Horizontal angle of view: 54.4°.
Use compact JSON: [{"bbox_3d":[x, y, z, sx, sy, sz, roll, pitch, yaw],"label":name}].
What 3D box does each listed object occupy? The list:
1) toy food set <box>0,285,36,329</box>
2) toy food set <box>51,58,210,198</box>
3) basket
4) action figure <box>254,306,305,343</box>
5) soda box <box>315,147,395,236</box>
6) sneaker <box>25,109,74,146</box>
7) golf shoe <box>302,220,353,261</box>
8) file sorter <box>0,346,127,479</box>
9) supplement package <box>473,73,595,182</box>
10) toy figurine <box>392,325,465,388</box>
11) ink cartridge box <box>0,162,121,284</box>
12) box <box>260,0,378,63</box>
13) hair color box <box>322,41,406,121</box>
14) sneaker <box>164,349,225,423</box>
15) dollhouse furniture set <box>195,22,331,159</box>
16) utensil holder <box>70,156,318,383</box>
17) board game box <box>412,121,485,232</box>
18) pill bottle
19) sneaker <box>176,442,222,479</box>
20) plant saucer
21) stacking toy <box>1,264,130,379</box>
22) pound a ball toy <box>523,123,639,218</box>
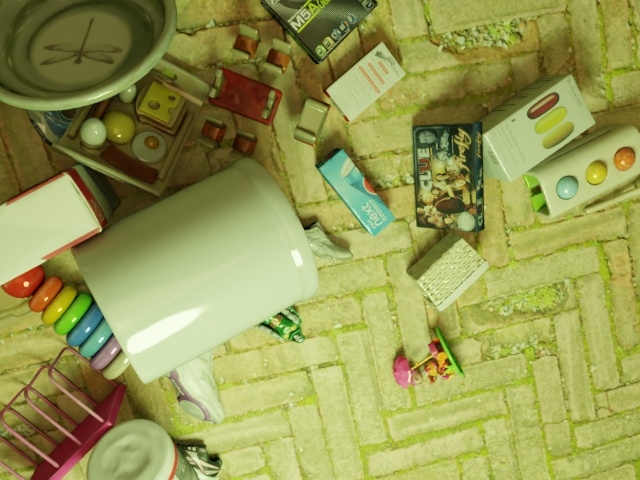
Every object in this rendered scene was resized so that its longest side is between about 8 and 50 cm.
[{"bbox_3d":[-0.706,0.093,1.369,0.132,0.038,0.192,-22,99,-13],"label":"toy food set"},{"bbox_3d":[-0.373,-0.253,1.265,0.219,0.092,0.306,25,60,-15],"label":"toy food set"},{"bbox_3d":[0.304,0.071,1.510,0.167,0.113,0.103,-43,101,0],"label":"basket"},{"bbox_3d":[-0.126,0.171,1.475,0.232,0.063,0.137,38,101,-13],"label":"action figure"},{"bbox_3d":[0.081,-0.113,1.453,0.071,0.067,0.210,-40,106,-1],"label":"soda box"},{"bbox_3d":[-0.587,-0.304,1.292,0.081,0.080,0.211,-32,115,-9],"label":"sneaker"},{"bbox_3d":[0.000,0.000,1.464,0.176,0.069,0.086,14,93,-14],"label":"golf shoe"},{"bbox_3d":[-0.604,0.406,1.363,0.291,0.202,0.182,-45,104,1],"label":"file sorter"},{"bbox_3d":[0.484,-0.265,1.462,0.244,0.134,0.139,-35,106,-2],"label":"supplement package"},{"bbox_3d":[0.262,0.320,1.570,0.159,0.130,0.173,-28,130,10],"label":"toy figurine"},{"bbox_3d":[-0.535,-0.050,1.228,0.226,0.306,0.131,-29,105,-3],"label":"ink cartridge box"},{"bbox_3d":[-0.002,-0.520,1.367,0.190,0.045,0.184,-45,108,0],"label":"box"},{"bbox_3d":[0.099,-0.358,1.414,0.167,0.053,0.093,-40,104,1],"label":"hair color box"},{"bbox_3d":[-0.278,0.302,1.444,0.152,0.114,0.305,-51,134,-39],"label":"sneaker"},{"bbox_3d":[-0.115,-0.296,1.369,0.258,0.135,0.262,22,97,-3],"label":"dollhouse furniture set"},{"bbox_3d":[-0.246,0.061,1.250,0.385,0.327,0.328,-29,105,-18],"label":"utensil holder"},{"bbox_3d":[0.295,-0.146,1.441,0.042,0.165,0.244,-17,107,-45],"label":"board game box"},{"bbox_3d":[-0.358,0.532,1.342,0.176,0.176,0.319,-18,138,-6],"label":"pill bottle"},{"bbox_3d":[-0.316,0.520,1.517,0.178,0.072,0.077,40,78,-21],"label":"sneaker"},{"bbox_3d":[-0.468,-0.388,1.212,0.399,0.101,0.401,-1,62,2],"label":"plant saucer"},{"bbox_3d":[-0.543,0.156,1.349,0.330,0.141,0.141,40,92,-17],"label":"stacking toy"},{"bbox_3d":[0.679,-0.144,1.523,0.319,0.136,0.208,-26,105,-4],"label":"pound a ball toy"}]
